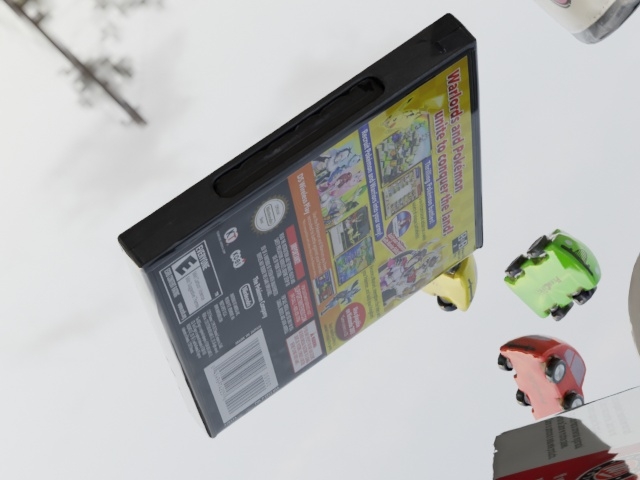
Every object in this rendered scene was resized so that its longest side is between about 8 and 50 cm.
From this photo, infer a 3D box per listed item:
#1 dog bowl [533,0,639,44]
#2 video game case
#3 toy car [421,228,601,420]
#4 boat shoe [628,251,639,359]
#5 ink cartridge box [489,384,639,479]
[{"bbox_3d":[0.197,-0.326,1.062,0.408,0.150,0.408,-61,-177,5],"label":"dog bowl"},{"bbox_3d":[0.000,0.000,1.187,0.248,0.275,0.035,-35,-116,-12],"label":"video game case"},{"bbox_3d":[0.173,0.042,1.497,0.053,0.239,0.225,-47,-178,-29],"label":"toy car"},{"bbox_3d":[0.296,0.093,1.198,0.096,0.088,0.267,-67,-147,26],"label":"boat shoe"},{"bbox_3d":[0.197,0.082,0.555,0.273,0.114,0.197,-20,-179,7],"label":"ink cartridge box"}]
